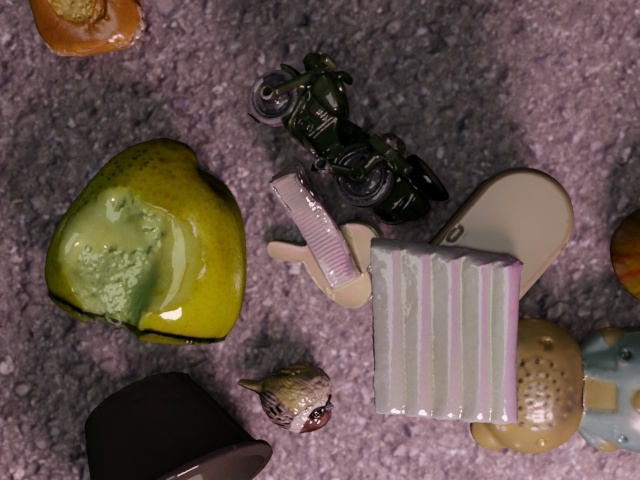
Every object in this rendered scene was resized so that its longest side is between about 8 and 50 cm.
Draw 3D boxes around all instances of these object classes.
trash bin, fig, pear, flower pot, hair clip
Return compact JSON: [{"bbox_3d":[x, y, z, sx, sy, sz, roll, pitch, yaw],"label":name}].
[{"bbox_3d":[0.200,0.017,1.226,0.121,0.247,0.243,40,96,2],"label":"trash bin"},{"bbox_3d":[0.442,0.021,1.235,0.142,0.186,0.148,-18,83,23],"label":"fig"},{"bbox_3d":[-0.223,-0.006,1.317,0.292,0.159,0.293,0,90,5],"label":"pear"},{"bbox_3d":[-0.213,0.284,1.307,0.269,0.269,0.166,-35,66,7],"label":"flower pot"},{"bbox_3d":[-0.002,0.001,1.328,0.159,0.071,0.219,-27,102,26],"label":"hair clip"}]

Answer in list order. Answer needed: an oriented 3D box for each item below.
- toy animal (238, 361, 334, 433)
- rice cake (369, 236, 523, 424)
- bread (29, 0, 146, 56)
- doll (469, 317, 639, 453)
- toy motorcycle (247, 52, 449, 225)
[{"bbox_3d":[-0.046,0.222,1.344,0.137,0.098,0.098,-10,92,23],"label":"toy animal"},{"bbox_3d":[0.140,0.104,1.097,0.189,0.037,0.198,7,95,5],"label":"rice cake"},{"bbox_3d":[-0.329,-0.393,1.327,0.152,0.119,0.288,-10,92,3],"label":"bread"},{"bbox_3d":[0.327,0.192,1.266,0.260,0.161,0.177,4,95,3],"label":"doll"},{"bbox_3d":[0.044,-0.127,1.273,0.127,0.205,0.275,-48,69,9],"label":"toy motorcycle"}]
